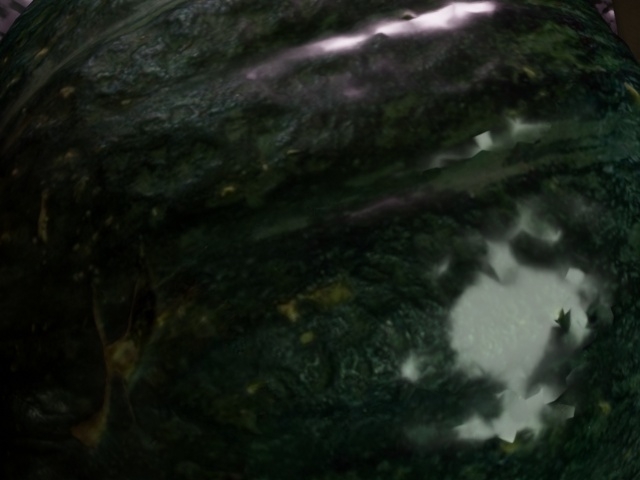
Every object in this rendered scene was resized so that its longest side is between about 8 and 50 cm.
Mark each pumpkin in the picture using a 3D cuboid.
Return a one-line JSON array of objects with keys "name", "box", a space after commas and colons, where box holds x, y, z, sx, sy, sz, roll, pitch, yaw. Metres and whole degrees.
[{"name": "pumpkin", "box": [0.000, 0.000, 0.645, 0.263, 0.197, 0.293, -9, 61, -19]}]

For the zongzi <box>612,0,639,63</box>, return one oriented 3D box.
[{"name": "zongzi", "box": [0.326, -0.115, 1.193, 0.447, 0.181, 0.418, -39, 112, -51]}]
